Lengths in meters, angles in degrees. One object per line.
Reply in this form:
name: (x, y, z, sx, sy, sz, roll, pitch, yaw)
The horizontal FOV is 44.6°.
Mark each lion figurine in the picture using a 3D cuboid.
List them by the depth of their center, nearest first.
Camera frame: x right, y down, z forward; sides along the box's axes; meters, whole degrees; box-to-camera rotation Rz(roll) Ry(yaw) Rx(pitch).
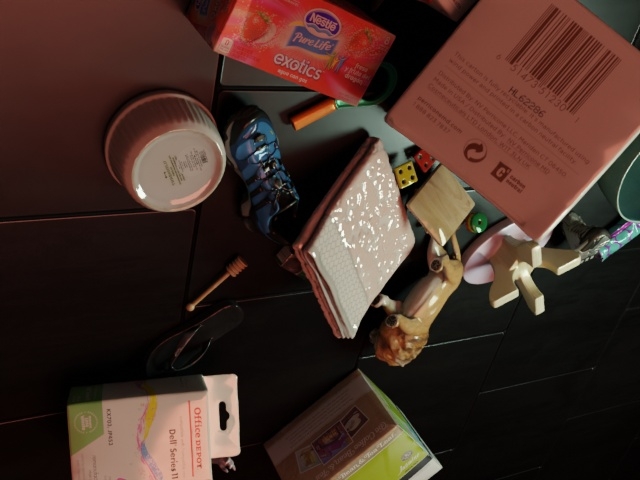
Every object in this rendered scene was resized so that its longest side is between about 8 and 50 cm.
lion figurine: (0.253, 0.133, 1.884, 0.392, 0.142, 0.240, -48, 142, 4)

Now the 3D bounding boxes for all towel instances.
towel: (0.085, 0.003, 1.638, 0.317, 0.053, 0.331, -55, 143, -27)

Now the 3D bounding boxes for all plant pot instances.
plant pot: (0.765, -0.216, 1.869, 0.290, 0.195, 0.290, -17, 134, -19)

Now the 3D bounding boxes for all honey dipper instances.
honey dipper: (-0.222, 0.093, 1.636, 0.161, 0.030, 0.030, -39, 135, 8)

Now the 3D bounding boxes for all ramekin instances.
ramekin: (-0.264, -0.147, 1.358, 0.207, 0.109, 0.207, -16, 131, -20)

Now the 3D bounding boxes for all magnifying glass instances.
magnifying glass: (0.047, -0.276, 1.505, 0.231, 0.026, 0.092, -28, 135, -9)

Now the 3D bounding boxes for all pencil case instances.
pencil case: (0.818, -0.008, 2.164, 0.152, 0.064, 0.070, -37, 152, -1)

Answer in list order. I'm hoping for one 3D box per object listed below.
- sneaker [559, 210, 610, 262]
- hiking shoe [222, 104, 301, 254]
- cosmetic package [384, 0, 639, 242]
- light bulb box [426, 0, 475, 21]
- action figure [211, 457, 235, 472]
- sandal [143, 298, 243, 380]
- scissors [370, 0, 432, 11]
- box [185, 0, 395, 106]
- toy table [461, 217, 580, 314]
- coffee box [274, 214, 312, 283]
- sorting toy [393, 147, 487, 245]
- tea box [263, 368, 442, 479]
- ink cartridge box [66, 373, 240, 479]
sneaker: (0.664, -0.024, 2.003, 0.086, 0.132, 0.228, -23, 163, -1)
hiking shoe: (-0.091, -0.118, 1.457, 0.113, 0.132, 0.304, -39, 142, -25)
cosmetic package: (0.353, -0.239, 1.388, 0.327, 0.329, 0.394, -51, 177, 13)
light bulb box: (0.188, -0.605, 1.185, 0.361, 0.225, 0.358, -47, 134, 8)
action figure: (-0.359, 0.614, 1.856, 0.276, 0.248, 0.370, 11, 152, 0)
sandal: (-0.277, 0.221, 1.683, 0.254, 0.054, 0.097, -38, 135, 1)
scissors: (0.100, -0.420, 1.275, 0.109, 0.297, 0.021, 34, 92, -20)
box: (-0.048, -0.355, 1.295, 0.300, 0.154, 0.142, 14, 116, -37)
toy table: (0.502, 0.054, 1.955, 0.274, 0.161, 0.252, -35, 135, -1)
coffee box: (0.000, 0.000, 1.686, 0.184, 0.040, 0.113, -47, 134, 10)
sorting toy: (0.252, -0.086, 1.726, 0.274, 0.046, 0.132, 47, 71, -25)
tea box: (0.089, 0.574, 2.075, 0.329, 0.220, 0.323, -38, 136, 1)
ink cartridge box: (-0.340, 0.403, 1.640, 0.354, 0.119, 0.207, -4, 98, -13)
